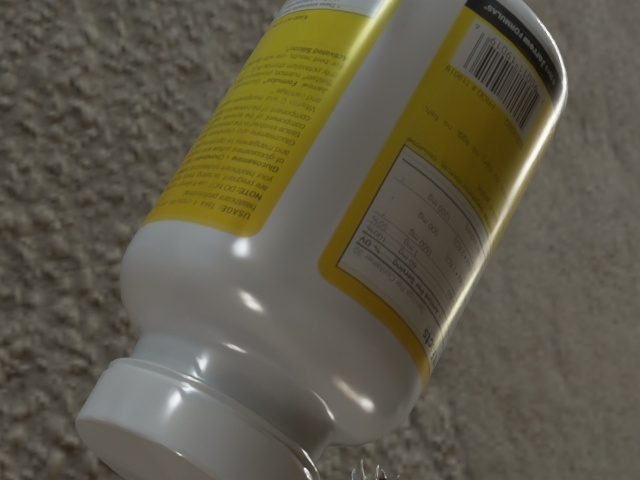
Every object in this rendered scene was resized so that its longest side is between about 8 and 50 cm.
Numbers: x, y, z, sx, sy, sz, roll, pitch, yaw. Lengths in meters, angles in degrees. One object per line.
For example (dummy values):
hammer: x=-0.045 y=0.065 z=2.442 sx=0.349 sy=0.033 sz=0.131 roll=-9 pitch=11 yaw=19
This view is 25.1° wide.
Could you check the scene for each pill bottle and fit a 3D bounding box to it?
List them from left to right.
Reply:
pill bottle: x=0.000 y=0.000 z=0.463 sx=0.103 sy=0.103 sz=0.184 roll=49 pitch=61 yaw=-38

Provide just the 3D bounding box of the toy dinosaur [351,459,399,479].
toy dinosaur: x=0.021 y=0.132 z=0.645 sx=0.090 sy=0.047 sz=0.082 roll=47 pitch=14 yaw=-7
